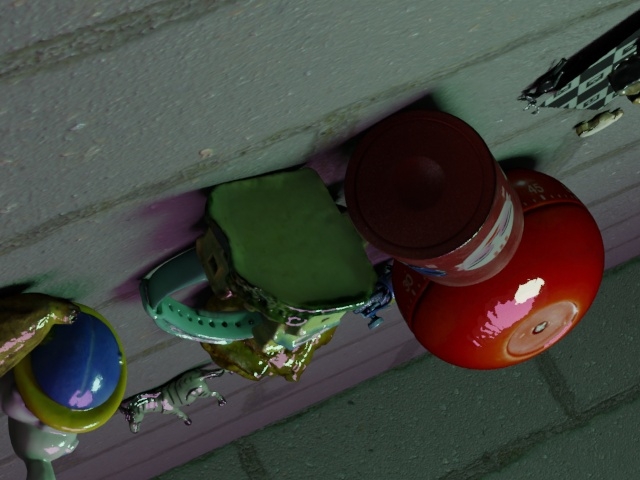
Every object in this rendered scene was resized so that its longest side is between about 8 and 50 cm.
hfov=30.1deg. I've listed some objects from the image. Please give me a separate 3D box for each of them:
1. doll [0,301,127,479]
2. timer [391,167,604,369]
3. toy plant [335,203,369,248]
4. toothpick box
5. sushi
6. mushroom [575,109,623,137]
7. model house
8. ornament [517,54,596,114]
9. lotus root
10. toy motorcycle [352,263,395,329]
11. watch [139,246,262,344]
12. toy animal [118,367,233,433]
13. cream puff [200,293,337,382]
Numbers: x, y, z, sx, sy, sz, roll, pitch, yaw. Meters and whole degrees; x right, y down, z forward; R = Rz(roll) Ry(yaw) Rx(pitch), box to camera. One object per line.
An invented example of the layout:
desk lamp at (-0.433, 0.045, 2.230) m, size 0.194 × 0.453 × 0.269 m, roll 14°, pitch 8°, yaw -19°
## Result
doll at (-0.371, 0.225, 1.593) m, size 0.243 × 0.310 × 0.160 m, roll -27°, pitch 141°, yaw 36°
timer at (0.317, 0.057, 2.098) m, size 0.378 × 0.279 × 0.378 m, roll -23°, pitch 149°, yaw -15°
toy plant at (0.000, 0.000, 1.774) m, size 0.143 × 0.105 × 0.200 m, roll -2°, pitch 170°, yaw -26°
toothpick box at (0.170, -0.050, 1.681) m, size 0.204 × 0.204 × 0.333 m, roll -29°, pitch 165°, yaw 11°
sushi at (0.491, -0.255, 1.751) m, size 0.292 × 0.059 × 0.294 m, roll -38°, pitch 166°, yaw 31°
mushroom at (0.482, -0.203, 2.054) m, size 0.101 × 0.019 × 0.049 m, roll -23°, pitch 166°, yaw -23°
model house at (-0.066, 0.049, 1.551) m, size 0.195 × 0.214 × 0.189 m, roll -18°, pitch 157°, yaw -33°
ornament at (0.335, -0.222, 1.714) m, size 0.073 × 0.028 × 0.125 m, roll -17°, pitch 161°, yaw -32°
lotus root at (-0.399, 0.114, 1.500) m, size 0.191 × 0.094 × 0.108 m, roll -33°, pitch -175°, yaw -3°
toy motorcycle at (0.128, 0.105, 2.393) m, size 0.136 × 0.092 × 0.254 m, roll -37°, pitch 174°, yaw 3°
watch at (-0.144, 0.076, 1.738) m, size 0.237 × 0.068 × 0.195 m, roll 7°, pitch 140°, yaw -34°
toy animal at (-0.294, 0.320, 2.449) m, size 0.217 × 0.073 × 0.176 m, roll -35°, pitch 149°, yaw 17°
cream puff at (-0.086, 0.132, 1.955) m, size 0.244 × 0.196 × 0.244 m, roll -43°, pitch 154°, yaw -28°
